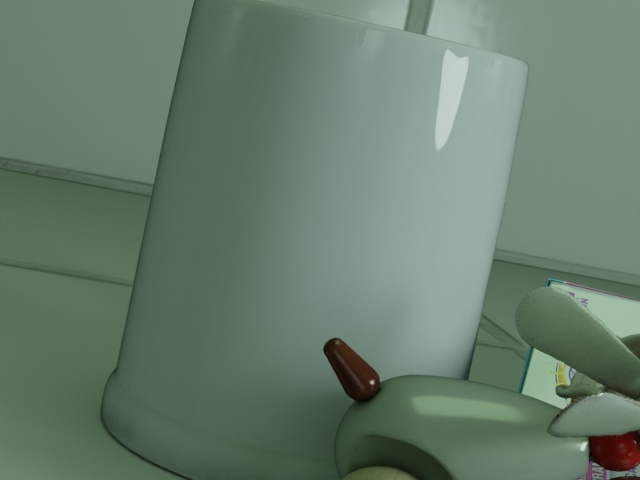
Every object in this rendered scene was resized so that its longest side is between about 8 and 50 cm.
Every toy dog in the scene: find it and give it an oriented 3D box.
[{"bbox_3d":[0.134,0.107,0.871,0.333,0.161,0.220,-25,19,-7],"label":"toy dog"}]

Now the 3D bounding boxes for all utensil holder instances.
[{"bbox_3d":[0.000,0.000,1.104,0.327,0.385,0.327,12,8,-2],"label":"utensil holder"}]

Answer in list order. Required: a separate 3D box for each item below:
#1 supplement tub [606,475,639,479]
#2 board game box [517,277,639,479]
[{"bbox_3d":[0.238,0.235,0.804,0.106,0.106,0.198,10,8,-14],"label":"supplement tub"},{"bbox_3d":[0.313,0.171,1.008,0.316,0.064,0.242,14,50,13],"label":"board game box"}]
